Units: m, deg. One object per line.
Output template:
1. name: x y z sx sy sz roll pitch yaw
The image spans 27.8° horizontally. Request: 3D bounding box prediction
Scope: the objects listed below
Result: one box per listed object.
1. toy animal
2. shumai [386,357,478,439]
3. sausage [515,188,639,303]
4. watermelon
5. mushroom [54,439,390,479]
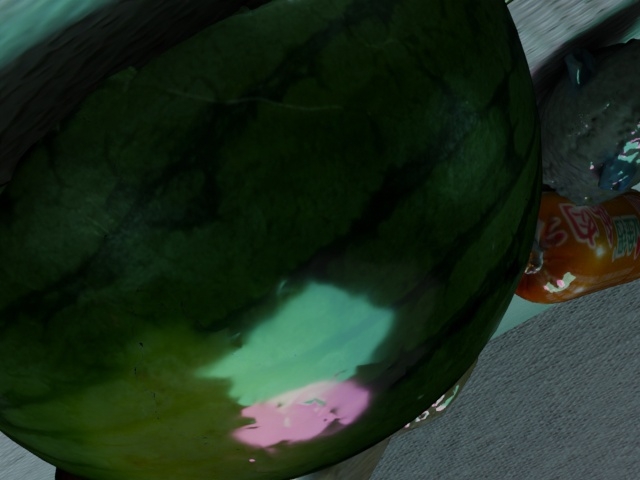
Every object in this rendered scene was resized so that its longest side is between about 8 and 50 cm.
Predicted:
1. toy animal: 0.122 -0.033 0.685 0.079 0.070 0.253 -22 163 -33
2. shumai: 0.020 0.033 0.707 0.145 0.145 0.116 -30 -153 16
3. sausage: 0.212 0.001 1.066 0.093 0.093 0.312 -32 169 23
4. watermelon: -0.007 0.004 0.413 0.232 0.127 0.204 -29 168 -24
5. mushroom: -0.049 0.151 0.882 0.267 0.254 0.267 -22 142 -18
